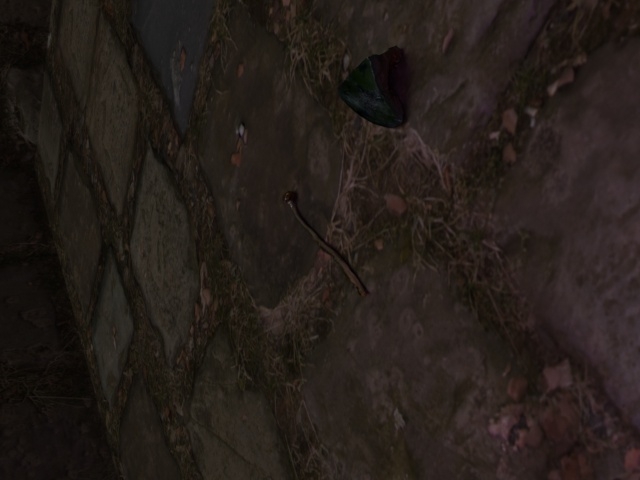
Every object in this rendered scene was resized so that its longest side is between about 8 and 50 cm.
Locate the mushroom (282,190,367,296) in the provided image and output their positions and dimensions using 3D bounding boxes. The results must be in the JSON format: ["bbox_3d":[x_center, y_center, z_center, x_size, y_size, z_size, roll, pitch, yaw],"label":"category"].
[{"bbox_3d":[0.003,0.003,1.247,0.026,0.028,0.286,-39,47,3],"label":"mushroom"}]

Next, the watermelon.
[{"bbox_3d":[0.073,-0.200,1.080,0.101,0.080,0.155,53,149,-11],"label":"watermelon"}]
